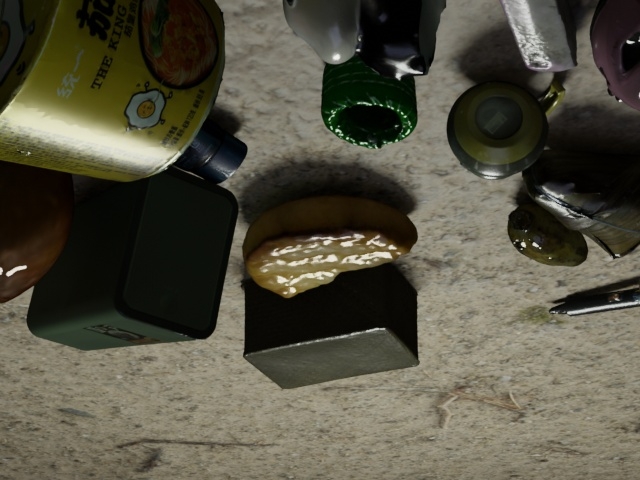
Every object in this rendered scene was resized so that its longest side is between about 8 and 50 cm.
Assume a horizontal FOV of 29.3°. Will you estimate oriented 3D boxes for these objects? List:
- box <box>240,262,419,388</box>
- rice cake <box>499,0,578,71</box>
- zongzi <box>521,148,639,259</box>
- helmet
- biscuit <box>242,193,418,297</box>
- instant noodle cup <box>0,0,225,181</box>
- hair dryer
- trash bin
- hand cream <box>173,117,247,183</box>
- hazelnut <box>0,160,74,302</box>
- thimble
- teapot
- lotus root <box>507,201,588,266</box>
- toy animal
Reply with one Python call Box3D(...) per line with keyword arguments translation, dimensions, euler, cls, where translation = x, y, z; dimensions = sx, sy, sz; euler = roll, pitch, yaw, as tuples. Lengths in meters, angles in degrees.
Box3D(translation=(0.016, 0.142, 2.097), dimensions=(0.273, 0.143, 0.184), euler=(-13, 148, 22), cls="box")
Box3D(translation=(0.217, -0.306, 1.349), dimensions=(0.070, 0.064, 0.399), euler=(-4, 151, 23), cls="rice cake")
Box3D(translation=(0.427, -0.091, 1.693), dimensions=(0.221, 0.112, 0.242), euler=(25, 136, -34), cls="zongzi")
Box3D(translation=(0.410, -0.231, 1.362), dimensions=(0.198, 0.154, 0.253), euler=(33, 153, -16), cls="helmet")
Box3D(translation=(0.000, -0.001, 1.888), dimensions=(0.274, 0.091, 0.213), euler=(-15, 150, 31), cls="biscuit")
Box3D(translation=(-0.274, -0.212, 1.318), dimensions=(0.326, 0.325, 0.254), euler=(-23, 151, 37), cls="instant noodle cup")
Box3D(translation=(0.517, 0.106, 2.103), dimensions=(0.255, 0.070, 0.128), euler=(-12, 150, 37), cls="hair dryer")
Box3D(translation=(-0.284, 0.044, 1.793), dimensions=(0.158, 0.222, 0.343), euler=(20, 159, -30), cls="trash bin")
Box3D(translation=(-0.228, -0.161, 1.650), dimensions=(0.271, 0.061, 0.120), euler=(28, 141, -31), cls="hand cream")
Box3D(translation=(-0.493, -0.050, 1.588), dimensions=(0.372, 0.372, 0.315), euler=(8, 112, -12), cls="hazelnut")
Box3D(translation=(0.064, -0.180, 1.561), dimensions=(0.118, 0.090, 0.130), euler=(-10, 149, 18), cls="thimble")
Box3D(translation=(0.244, -0.149, 1.595), dimensions=(0.166, 0.130, 0.119), euler=(-32, 165, -4), cls="teapot")
Box3D(translation=(0.345, -0.009, 1.868), dimensions=(0.089, 0.080, 0.179), euler=(3, 164, 45), cls="lotus root")
Box3D(translation=(0.049, -0.266, 1.359), dimensions=(0.179, 0.166, 0.138), euler=(11, 131, 7), cls="toy animal")
